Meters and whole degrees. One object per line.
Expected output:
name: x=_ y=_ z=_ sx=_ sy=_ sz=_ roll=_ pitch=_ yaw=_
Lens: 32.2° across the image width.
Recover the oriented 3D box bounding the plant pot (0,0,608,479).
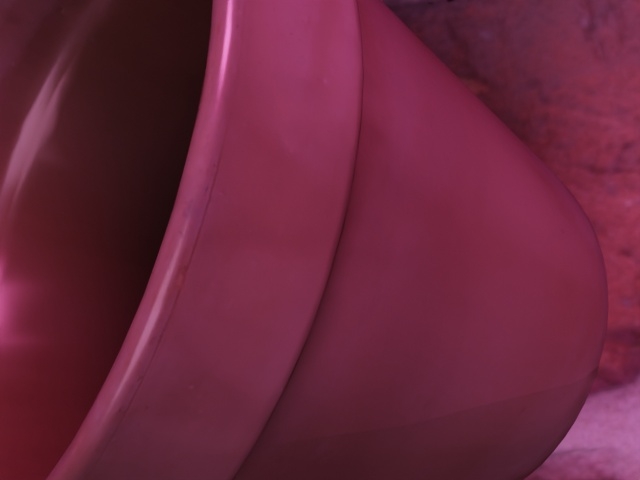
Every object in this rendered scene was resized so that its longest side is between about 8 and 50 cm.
plant pot: x=-0.023 y=0.014 z=0.530 sx=0.280 sy=0.323 sz=0.323 roll=20 pitch=111 yaw=-34
